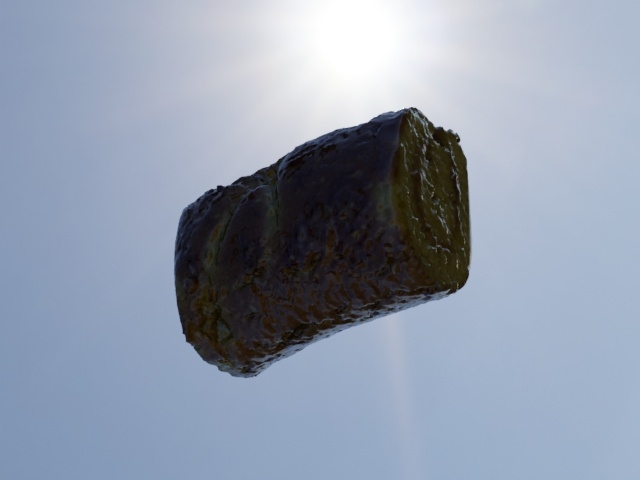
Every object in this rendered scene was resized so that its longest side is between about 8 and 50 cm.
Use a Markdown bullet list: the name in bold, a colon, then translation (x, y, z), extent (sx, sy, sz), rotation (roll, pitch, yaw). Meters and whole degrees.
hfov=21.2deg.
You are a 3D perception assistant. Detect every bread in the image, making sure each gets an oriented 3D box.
- **bread**: translation (0.000, 0.000, 1.026), extent (0.103, 0.172, 0.132), rotation (40, -141, -42)
